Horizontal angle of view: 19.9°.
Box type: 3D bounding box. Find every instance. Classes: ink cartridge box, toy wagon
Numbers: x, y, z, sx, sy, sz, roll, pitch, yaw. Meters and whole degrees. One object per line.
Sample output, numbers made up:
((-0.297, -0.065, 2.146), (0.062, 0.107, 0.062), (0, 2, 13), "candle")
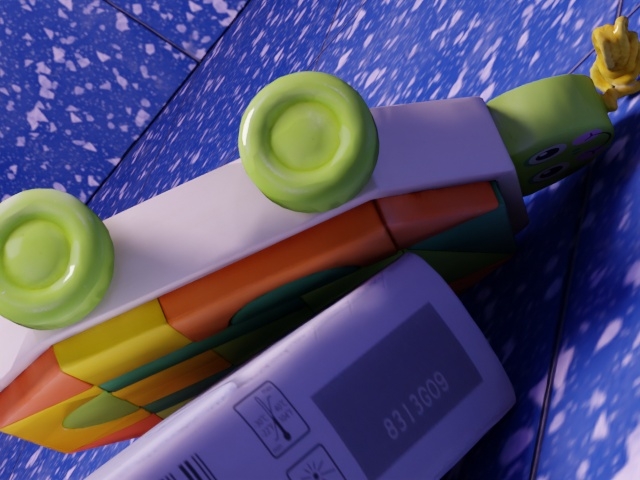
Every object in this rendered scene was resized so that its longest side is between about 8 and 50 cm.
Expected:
((-0.134, 0.172, 0.778), (0.385, 0.091, 0.308), (-34, 1, 39), "ink cartridge box")
((0.000, 0.000, 0.839), (0.344, 0.068, 0.267), (-24, -15, 4), "toy wagon")
